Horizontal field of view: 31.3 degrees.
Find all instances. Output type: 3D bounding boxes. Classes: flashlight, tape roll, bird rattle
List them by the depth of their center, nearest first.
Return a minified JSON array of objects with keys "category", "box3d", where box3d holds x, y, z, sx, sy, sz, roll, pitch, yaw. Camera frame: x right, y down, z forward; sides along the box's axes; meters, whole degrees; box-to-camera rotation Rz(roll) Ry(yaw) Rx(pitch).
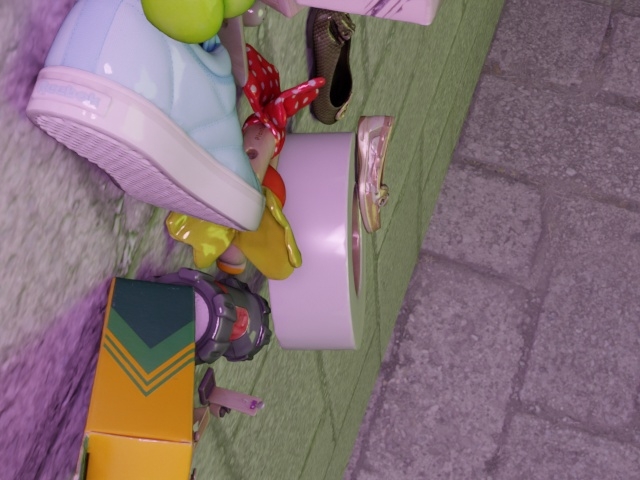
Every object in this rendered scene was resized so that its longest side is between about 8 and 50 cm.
[{"category":"flashlight","box3d":[-0.116,0.093,1.244,0.103,0.103,0.304,-49,168,-1]},{"category":"bird rattle","box3d":[-0.082,-0.072,1.244,0.207,0.143,0.253,108,-10,-63]},{"category":"tape roll","box3d":[0.000,0.000,1.474,0.286,0.100,0.286,-1,90,-83]}]

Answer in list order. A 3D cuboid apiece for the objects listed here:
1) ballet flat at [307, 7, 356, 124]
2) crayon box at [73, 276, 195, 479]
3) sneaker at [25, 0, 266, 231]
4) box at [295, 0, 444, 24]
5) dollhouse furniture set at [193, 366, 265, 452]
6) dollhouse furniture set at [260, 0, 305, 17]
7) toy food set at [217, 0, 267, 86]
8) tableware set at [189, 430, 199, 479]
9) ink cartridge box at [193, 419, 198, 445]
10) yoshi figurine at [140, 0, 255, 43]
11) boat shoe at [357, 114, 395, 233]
[{"category":"ballet flat","box3d":[0.023,-0.234,1.552,0.250,0.058,0.084,84,25,-60]},{"category":"crayon box","box3d":[-0.156,0.190,0.943,0.323,0.083,0.203,-102,-159,-67]},{"category":"sneaker","box3d":[-0.107,-0.106,0.938,0.366,0.135,0.150,54,55,-76]},{"category":"box","box3d":[0.036,-0.268,0.642,0.275,0.094,0.113,85,23,-46]},{"category":"dollhouse furniture set","box3d":[-0.121,0.239,1.442,0.091,0.081,0.114,90,20,-52]},{"category":"dollhouse furniture set","box3d":[-0.035,-0.238,0.831,0.129,0.184,0.129,-40,142,-17]},{"category":"toy food set","box3d":[-0.033,-0.328,1.087,0.219,0.092,0.306,87,21,-57]},{"category":"tableware set","box3d":[-0.119,0.252,0.985,0.141,0.020,0.168,113,-18,-57]},{"category":"ink cartridge box","box3d":[-0.177,0.272,1.360,0.063,0.029,0.115,-40,143,-69]},{"category":"yoshi figurine","box3d":[-0.132,-0.282,0.627,0.203,0.204,0.362,-113,-170,-50]},{"category":"boat shoe","box3d":[0.074,-0.085,1.477,0.056,0.048,0.153,-23,112,-82]}]
